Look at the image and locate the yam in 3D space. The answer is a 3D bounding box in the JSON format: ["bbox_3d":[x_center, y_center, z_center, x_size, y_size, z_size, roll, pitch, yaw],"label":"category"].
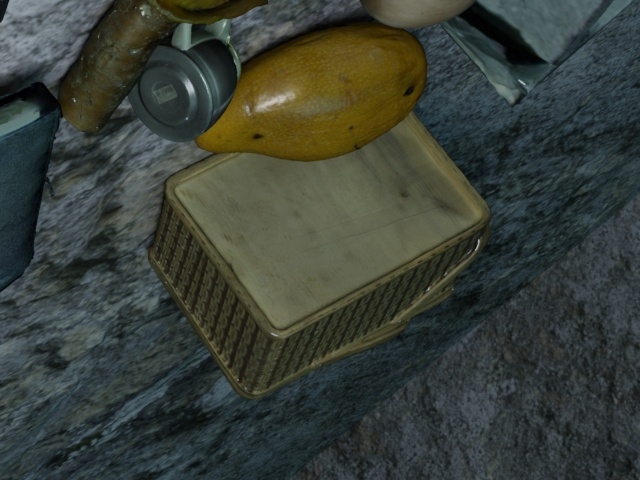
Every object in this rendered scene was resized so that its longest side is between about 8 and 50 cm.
[{"bbox_3d":[-0.143,-0.184,1.523,0.061,0.061,0.253,-17,156,-49],"label":"yam"}]

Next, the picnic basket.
[{"bbox_3d":[0.000,0.000,2.015,0.313,0.228,0.175,-28,160,-25],"label":"picnic basket"}]

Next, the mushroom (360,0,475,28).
[{"bbox_3d":[0.053,-0.273,1.498,0.204,0.204,0.204,-33,163,-11],"label":"mushroom"}]

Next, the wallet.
[{"bbox_3d":[-0.324,-0.009,1.630,0.191,0.046,0.379,-28,164,-21],"label":"wallet"}]

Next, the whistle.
[{"bbox_3d":[0.184,-0.239,1.702,0.188,0.168,0.405,-42,179,11],"label":"whistle"}]

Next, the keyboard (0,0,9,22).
[{"bbox_3d":[-0.237,-0.208,1.337,0.074,0.015,0.196,-23,159,-36],"label":"keyboard"}]

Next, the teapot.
[{"bbox_3d":[-0.104,-0.153,1.636,0.124,0.092,0.091,-43,180,41],"label":"teapot"}]

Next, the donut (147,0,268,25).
[{"bbox_3d":[-0.049,-0.284,1.325,0.272,0.107,0.272,-34,155,-18],"label":"donut"}]

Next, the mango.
[{"bbox_3d":[-0.001,-0.139,1.841,0.262,0.109,0.157,-24,164,-31],"label":"mango"}]
